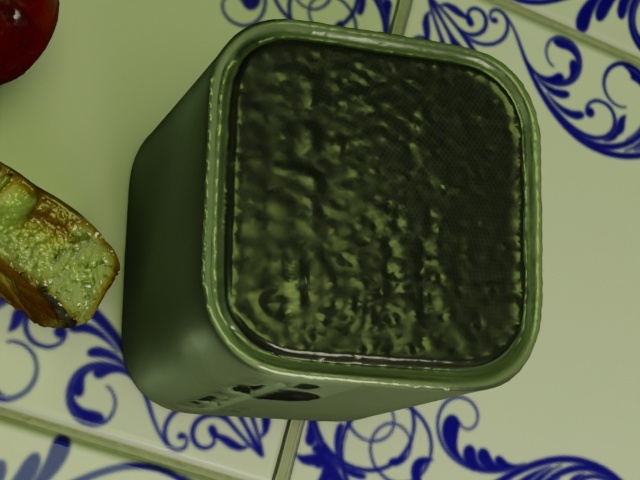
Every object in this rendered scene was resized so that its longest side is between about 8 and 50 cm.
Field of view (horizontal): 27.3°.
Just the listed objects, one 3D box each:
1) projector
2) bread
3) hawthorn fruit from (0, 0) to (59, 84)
[{"bbox_3d":[0.000,0.000,0.993,0.249,0.249,0.248,6,76,-20],"label":"projector"},{"bbox_3d":[-0.217,0.004,0.974,0.140,0.128,0.069,39,72,-9],"label":"bread"},{"bbox_3d":[-0.265,-0.184,0.962,0.157,0.194,0.157,1,88,-27],"label":"hawthorn fruit"}]
